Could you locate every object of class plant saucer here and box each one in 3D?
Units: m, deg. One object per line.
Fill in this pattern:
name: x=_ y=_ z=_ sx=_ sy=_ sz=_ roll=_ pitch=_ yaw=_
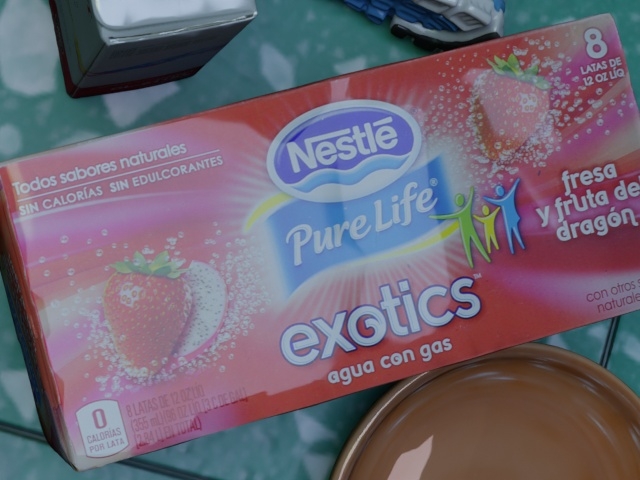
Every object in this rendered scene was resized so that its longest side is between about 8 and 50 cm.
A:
plant saucer: x=0.093 y=0.151 z=0.922 sx=0.200 sy=0.037 sz=0.200 roll=-1 pitch=93 yaw=-15

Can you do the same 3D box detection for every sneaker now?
sneaker: x=0.017 y=-0.169 z=0.921 sx=0.191 sy=0.071 sz=0.083 roll=25 pitch=69 yaw=-14

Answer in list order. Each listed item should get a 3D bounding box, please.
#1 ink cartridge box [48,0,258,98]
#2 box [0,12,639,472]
ink cartridge box: x=-0.089 y=-0.144 z=0.830 sx=0.072 sy=0.175 sz=0.127 roll=-10 pitch=90 yaw=-14
box: x=0.000 y=0.000 z=0.857 sx=0.300 sy=0.154 sz=0.142 roll=-15 pitch=90 yaw=-13
